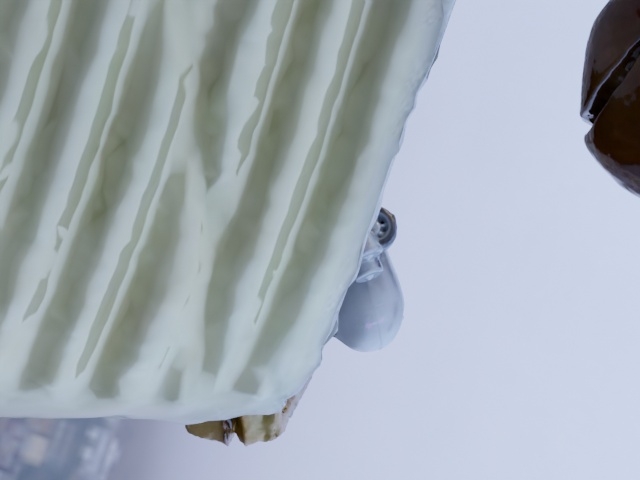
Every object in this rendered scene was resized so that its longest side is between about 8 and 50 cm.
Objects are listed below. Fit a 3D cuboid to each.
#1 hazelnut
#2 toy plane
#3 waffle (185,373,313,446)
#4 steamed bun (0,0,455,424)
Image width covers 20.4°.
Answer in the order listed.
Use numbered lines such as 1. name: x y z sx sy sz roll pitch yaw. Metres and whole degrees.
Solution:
1. hazelnut: 0.279 -0.108 1.315 0.208 0.208 0.208 -160 -90 -76
2. toy plane: 0.003 -0.001 1.237 0.174 0.080 0.174 60 -15 29
3. waffle: -0.042 -0.001 1.449 0.328 0.098 0.224 -71 161 -63
4. steamed bun: -0.119 -0.113 0.480 0.272 0.273 0.290 -141 -128 -65
